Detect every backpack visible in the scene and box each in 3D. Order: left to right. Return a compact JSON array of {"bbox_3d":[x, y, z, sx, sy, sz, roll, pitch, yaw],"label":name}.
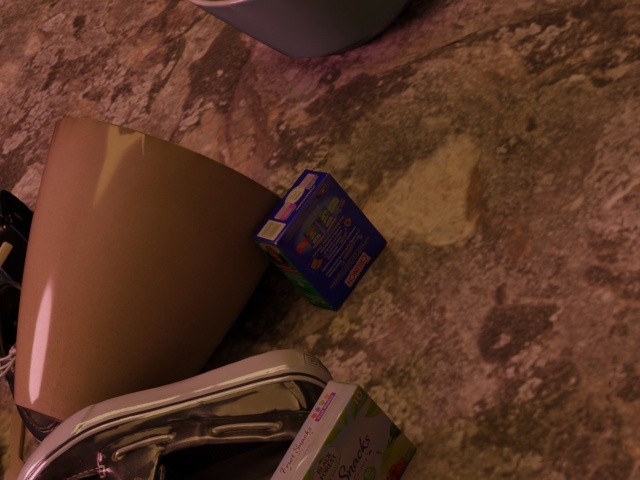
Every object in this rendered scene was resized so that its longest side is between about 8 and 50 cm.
[{"bbox_3d":[-0.371,0.000,1.890,0.084,0.105,0.114,-35,31,7],"label":"backpack"}]

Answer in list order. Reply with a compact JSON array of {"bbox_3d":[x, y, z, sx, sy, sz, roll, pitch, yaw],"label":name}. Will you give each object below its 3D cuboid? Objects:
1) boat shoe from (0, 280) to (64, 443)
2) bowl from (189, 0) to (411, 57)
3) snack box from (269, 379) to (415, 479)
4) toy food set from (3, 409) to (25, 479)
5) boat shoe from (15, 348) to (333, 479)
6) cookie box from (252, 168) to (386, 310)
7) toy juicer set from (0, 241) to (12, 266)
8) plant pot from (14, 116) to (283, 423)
[{"bbox_3d":[-0.304,0.126,1.716,0.095,0.079,0.254,-36,36,8],"label":"boat shoe"},{"bbox_3d":[0.004,-0.330,1.842,0.311,0.163,0.311,-25,38,22],"label":"bowl"},{"bbox_3d":[0.011,0.201,1.328,0.037,0.100,0.141,7,57,46],"label":"snack box"},{"bbox_3d":[-0.400,0.249,1.709,0.192,0.038,0.132,-30,37,15],"label":"toy food set"},{"bbox_3d":[-0.140,0.204,1.445,0.335,0.121,0.119,-27,34,16],"label":"boat shoe"},{"bbox_3d":[0.000,0.000,1.545,0.040,0.107,0.092,15,62,51],"label":"cookie box"},{"bbox_3d":[-0.493,0.134,1.797,0.329,0.089,0.209,-37,24,27],"label":"toy juicer set"},{"bbox_3d":[-0.191,0.055,1.576,0.256,0.256,0.274,8,73,47],"label":"plant pot"}]
